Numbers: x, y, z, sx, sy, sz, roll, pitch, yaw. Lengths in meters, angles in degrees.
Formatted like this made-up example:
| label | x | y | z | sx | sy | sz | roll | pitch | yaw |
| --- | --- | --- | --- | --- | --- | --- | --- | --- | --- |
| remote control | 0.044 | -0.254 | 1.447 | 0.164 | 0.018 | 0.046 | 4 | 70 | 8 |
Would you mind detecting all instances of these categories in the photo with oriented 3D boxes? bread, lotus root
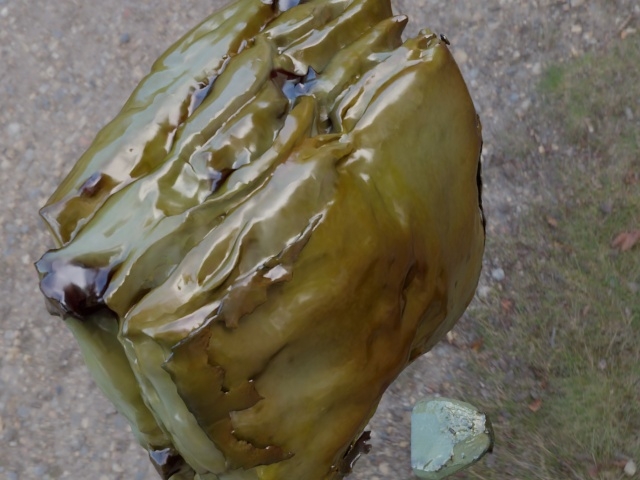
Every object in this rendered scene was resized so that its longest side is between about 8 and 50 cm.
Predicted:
| label | x | y | z | sx | sy | sz | roll | pitch | yaw |
| --- | --- | --- | --- | --- | --- | --- | --- | --- | --- |
| bread | 0.000 | 0.000 | 0.529 | 0.167 | 0.277 | 0.324 | 6 | 46 | 30 |
| lotus root | 0.220 | 0.328 | 1.408 | 0.144 | 0.070 | 0.143 | -19 | 57 | 28 |
